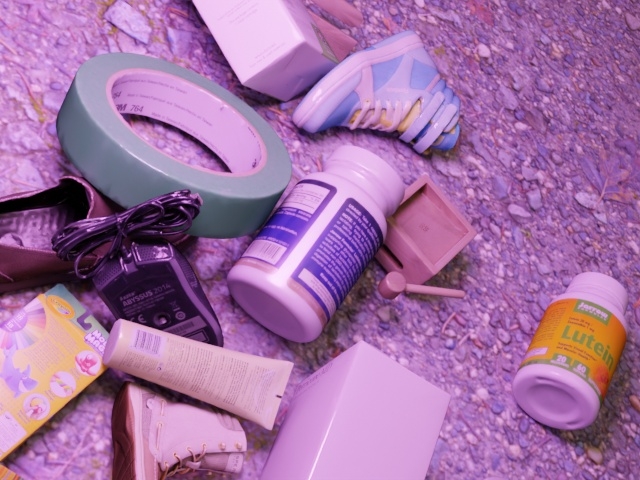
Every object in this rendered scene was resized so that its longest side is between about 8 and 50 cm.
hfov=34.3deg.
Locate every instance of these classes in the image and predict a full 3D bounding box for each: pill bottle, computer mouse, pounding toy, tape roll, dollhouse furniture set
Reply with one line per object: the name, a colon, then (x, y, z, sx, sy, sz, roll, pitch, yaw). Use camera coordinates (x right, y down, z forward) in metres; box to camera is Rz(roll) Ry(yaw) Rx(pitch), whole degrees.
pill bottle: (0.409, 0.168, 1.654, 0.136, 0.136, 0.245, 39, 52, -6)
pill bottle: (0.000, 0.000, 1.465, 0.153, 0.153, 0.264, 39, 67, -6)
computer mouse: (-0.206, 0.060, 1.330, 0.189, 0.272, 0.072, -19, 30, 2)
pounding toy: (0.142, 0.032, 1.599, 0.181, 0.094, 0.206, 49, 52, 2)
tape roll: (-0.195, -0.135, 1.422, 0.321, 0.077, 0.321, 25, 28, -15)
dollhouse furniture set: (0.027, -0.417, 1.756, 0.123, 0.144, 0.151, 30, 40, -19)

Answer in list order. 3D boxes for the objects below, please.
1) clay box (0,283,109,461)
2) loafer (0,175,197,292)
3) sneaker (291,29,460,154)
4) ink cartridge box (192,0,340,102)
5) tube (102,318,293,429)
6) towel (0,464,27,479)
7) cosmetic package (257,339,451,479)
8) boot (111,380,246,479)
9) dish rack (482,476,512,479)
clay box: (-0.363, 0.163, 1.267, 0.127, 0.053, 0.222, 48, 51, 0)
loafer: (-0.297, -0.018, 1.351, 0.366, 0.130, 0.133, -17, 75, -35)
sneaker: (0.114, -0.208, 1.691, 0.319, 0.127, 0.208, -35, 84, -37)
ink cartridge box: (-0.129, -0.400, 1.600, 0.353, 0.119, 0.207, 60, 14, 10)
tube: (-0.155, 0.166, 1.321, 0.240, 0.070, 0.062, 20, 34, -20)
towel: (-0.403, 0.264, 1.128, 0.237, 0.021, 0.102, 25, 41, 17)
cosmetic package: (0.011, 0.334, 1.303, 0.155, 0.197, 0.365, 32, 52, -12)
boot: (-0.170, 0.272, 1.278, 0.165, 0.077, 0.213, 17, 32, -25)
dish rack: (0.307, 0.521, 1.452, 0.286, 0.072, 0.332, 20, 57, -19)
